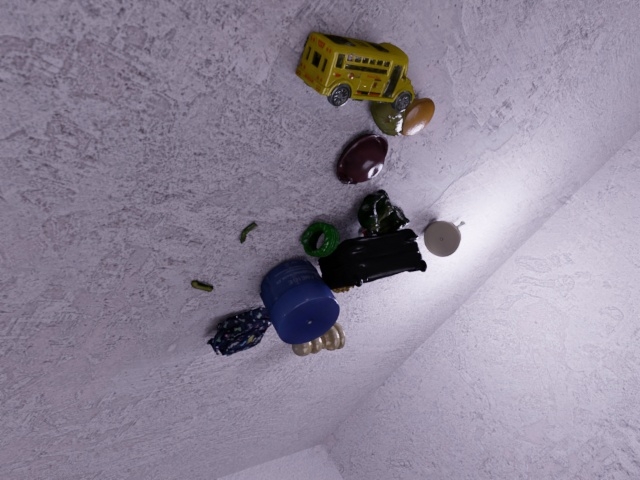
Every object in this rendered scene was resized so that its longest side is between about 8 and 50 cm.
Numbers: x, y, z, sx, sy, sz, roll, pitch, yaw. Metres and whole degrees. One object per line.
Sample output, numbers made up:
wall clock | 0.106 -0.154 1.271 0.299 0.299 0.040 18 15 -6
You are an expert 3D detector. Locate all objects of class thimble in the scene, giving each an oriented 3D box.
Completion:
thimble | 0.000 0.000 1.677 0.130 0.118 0.090 -25 162 31

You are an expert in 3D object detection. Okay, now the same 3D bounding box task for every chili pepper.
chili pepper | -0.233 -0.025 1.487 0.083 0.022 0.027 -49 146 8
chili pepper | 0.220 -0.104 1.796 0.148 0.116 0.265 -33 153 21

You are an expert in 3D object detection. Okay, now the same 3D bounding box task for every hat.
hat | 0.147 -0.253 1.531 0.206 0.089 0.205 -27 147 -19

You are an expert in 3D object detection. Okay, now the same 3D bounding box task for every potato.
potato | 0.213 -0.387 1.433 0.188 0.105 0.085 51 47 -61

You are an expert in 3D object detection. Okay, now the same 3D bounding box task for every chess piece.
chess piece | -0.018 0.496 2.283 0.261 0.142 0.142 -11 139 -32

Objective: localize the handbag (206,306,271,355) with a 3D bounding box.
handbag | -0.303 0.360 1.819 0.260 0.113 0.162 -14 147 -47

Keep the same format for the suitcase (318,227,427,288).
suitcase | 0.190 0.086 1.819 0.346 0.188 0.339 -12 171 -24

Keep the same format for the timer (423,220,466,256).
timer | 0.629 -0.024 2.304 0.175 0.175 0.266 -55 162 24

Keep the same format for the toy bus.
toy bus | 0.111 -0.436 1.210 0.331 0.144 0.152 -9 133 -37

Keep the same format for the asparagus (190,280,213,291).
asparagus | -0.386 0.153 1.553 0.025 0.021 0.108 -46 148 9

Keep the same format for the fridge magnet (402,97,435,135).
fridge magnet | 0.312 -0.407 1.535 0.143 0.063 0.143 -26 147 -18

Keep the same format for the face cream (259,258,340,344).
face cream | -0.084 0.224 1.741 0.249 0.225 0.248 -19 135 -19

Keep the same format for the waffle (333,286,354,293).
waffle | 0.122 0.171 2.094 0.191 0.038 0.191 -28 147 -20

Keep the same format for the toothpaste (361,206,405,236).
toothpaste | 0.255 -0.072 1.925 0.194 0.045 0.071 -32 140 0
